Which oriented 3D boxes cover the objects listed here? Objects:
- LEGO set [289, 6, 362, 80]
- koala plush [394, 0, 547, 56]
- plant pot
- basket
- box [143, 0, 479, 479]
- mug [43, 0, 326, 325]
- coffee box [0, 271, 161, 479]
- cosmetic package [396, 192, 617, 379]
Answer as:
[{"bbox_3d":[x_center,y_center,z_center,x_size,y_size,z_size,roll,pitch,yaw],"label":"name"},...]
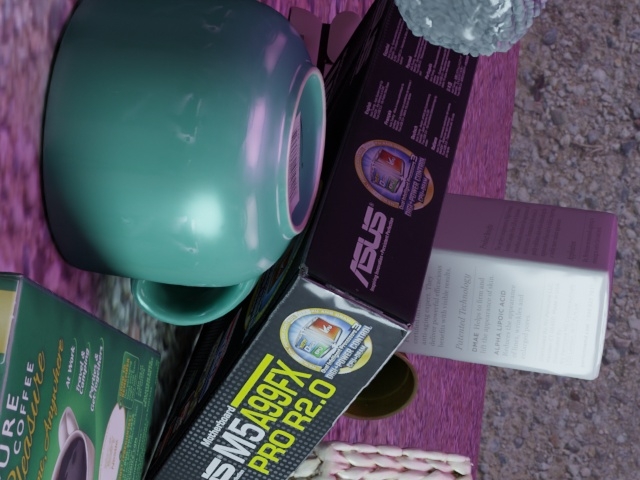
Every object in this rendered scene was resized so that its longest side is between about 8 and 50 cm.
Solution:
[{"bbox_3d":[0.029,-0.211,0.993,0.087,0.093,0.227,33,64,-77],"label":"LEGO set"},{"bbox_3d":[0.048,-0.236,0.711,0.221,0.196,0.203,-57,160,-44],"label":"koala plush"},{"bbox_3d":[0.041,0.097,1.300,0.079,0.083,0.083,-88,177,-53],"label":"plant pot"},{"bbox_3d":[0.003,0.173,0.876,0.167,0.113,0.103,-20,-116,57],"label":"basket"},{"bbox_3d":[0.000,0.000,0.822,0.216,0.060,0.270,-55,-168,44],"label":"box"},{"bbox_3d":[-0.050,-0.040,0.680,0.158,0.097,0.129,64,34,-69],"label":"mug"},{"bbox_3d":[-0.111,0.081,0.592,0.184,0.040,0.113,51,46,-75],"label":"coffee box"},{"bbox_3d":[0.083,0.022,1.041,0.117,0.231,0.085,-56,150,-66],"label":"cosmetic package"}]
